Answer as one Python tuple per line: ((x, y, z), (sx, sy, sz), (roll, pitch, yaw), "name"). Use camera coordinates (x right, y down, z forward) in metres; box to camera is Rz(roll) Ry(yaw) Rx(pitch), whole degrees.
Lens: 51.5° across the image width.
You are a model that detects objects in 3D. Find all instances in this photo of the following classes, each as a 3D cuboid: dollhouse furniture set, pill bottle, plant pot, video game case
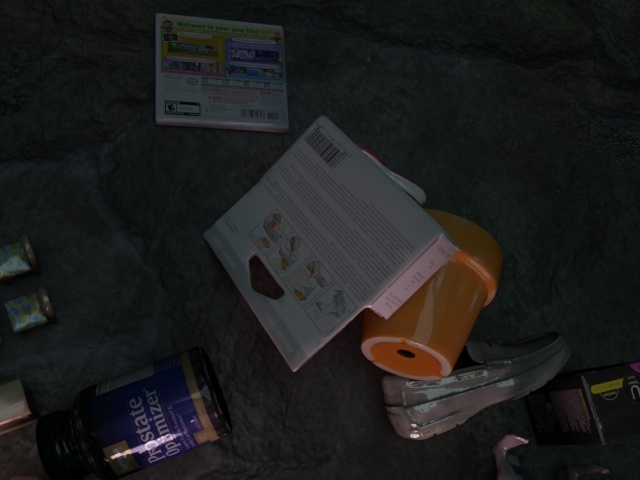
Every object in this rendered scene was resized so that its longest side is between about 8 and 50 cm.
((-0.433, 0.119, 0.803), (0.212, 0.161, 0.242), (-19, 80, -21), "dollhouse furniture set")
((-0.234, 0.228, 0.843), (0.219, 0.123, 0.122), (-21, 80, -8), "pill bottle")
((0.144, 0.089, 0.952), (0.205, 0.205, 0.187), (25, 59, -9), "plant pot")
((-0.161, -0.272, 1.083), (0.213, 0.023, 0.193), (1, 74, -16), "video game case")

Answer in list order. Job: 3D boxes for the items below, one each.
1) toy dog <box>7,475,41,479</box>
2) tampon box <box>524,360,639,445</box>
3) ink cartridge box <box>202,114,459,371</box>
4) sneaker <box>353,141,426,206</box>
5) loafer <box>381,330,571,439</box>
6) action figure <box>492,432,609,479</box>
((-0.283, 0.424, 0.722), (0.220, 0.161, 0.333), (-12, 91, -18), "toy dog")
((0.415, 0.252, 1.025), (0.121, 0.161, 0.101), (-8, 76, -20), "tampon box")
((0.000, 0.000, 0.930), (0.261, 0.066, 0.296), (-44, 52, 6), "ink cartridge box")
((0.058, -0.069, 1.055), (0.221, 0.087, 0.128), (26, 67, -7), "sneaker")
((0.242, 0.197, 1.016), (0.320, 0.112, 0.111), (-19, 88, -21), "loafer")
((0.319, 0.476, 0.963), (0.341, 0.179, 0.330), (31, 70, -39), "action figure")
